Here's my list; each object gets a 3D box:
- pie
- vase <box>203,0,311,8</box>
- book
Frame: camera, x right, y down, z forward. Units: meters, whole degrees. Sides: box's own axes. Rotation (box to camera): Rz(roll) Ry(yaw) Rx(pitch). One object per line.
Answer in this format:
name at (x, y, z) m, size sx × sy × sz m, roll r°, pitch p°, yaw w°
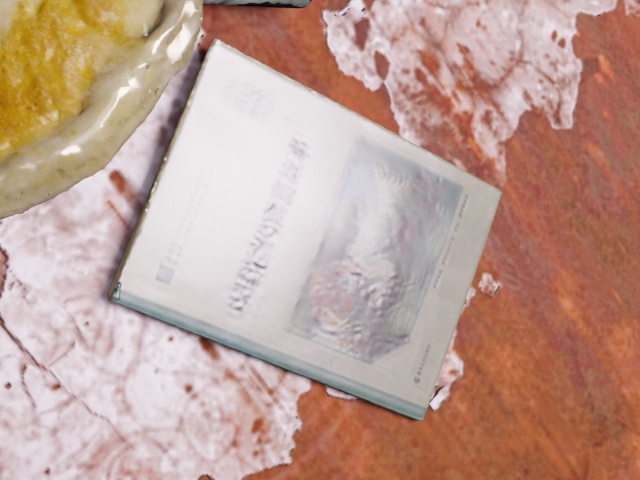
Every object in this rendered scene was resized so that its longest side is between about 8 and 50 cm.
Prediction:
pie at (-0.245, -0.160, 0.620) m, size 0.339 × 0.077 × 0.339 m, roll 2°, pitch 78°, yaw -10°
vase at (-0.109, -0.202, 0.709) m, size 0.211 × 0.060 × 0.060 m, roll -1°, pitch 89°, yaw -16°
book at (0.000, 0.000, 0.772) m, size 0.282 × 0.025 × 0.215 m, roll 23°, pitch 82°, yaw -22°
